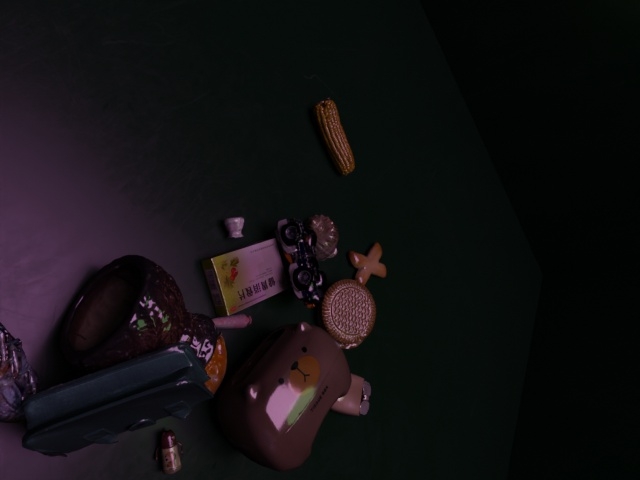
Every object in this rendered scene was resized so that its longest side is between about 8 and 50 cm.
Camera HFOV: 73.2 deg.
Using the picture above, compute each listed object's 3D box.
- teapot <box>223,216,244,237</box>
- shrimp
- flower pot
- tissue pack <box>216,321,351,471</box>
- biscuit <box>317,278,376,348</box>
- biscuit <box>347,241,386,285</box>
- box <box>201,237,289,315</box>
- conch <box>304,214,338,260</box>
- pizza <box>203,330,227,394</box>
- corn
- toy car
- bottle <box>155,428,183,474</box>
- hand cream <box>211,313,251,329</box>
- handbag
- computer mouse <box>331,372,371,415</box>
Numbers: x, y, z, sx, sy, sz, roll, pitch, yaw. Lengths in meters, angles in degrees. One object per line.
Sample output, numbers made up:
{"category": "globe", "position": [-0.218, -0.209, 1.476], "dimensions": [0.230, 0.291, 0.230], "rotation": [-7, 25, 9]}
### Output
{"category": "teapot", "position": [-0.263, -0.040, 1.335], "dimensions": [0.083, 0.064, 0.064], "rotation": [-28, 113, -78]}
{"category": "shrimp", "position": [-0.632, 0.193, 0.800], "dimensions": [0.137, 0.172, 0.371], "rotation": [-95, 167, -57]}
{"category": "flower pot", "position": [-0.397, 0.207, 1.001], "dimensions": [0.267, 0.267, 0.266], "rotation": [47, 51, -43]}
{"category": "tissue pack", "position": [-0.106, 0.421, 1.246], "dimensions": [0.387, 0.268, 0.276], "rotation": [-45, 113, -41]}
{"category": "biscuit", "position": [0.097, 0.273, 1.604], "dimensions": [0.259, 0.079, 0.258], "rotation": [6, 78, -30]}
{"category": "biscuit", "position": [0.201, 0.103, 1.806], "dimensions": [0.208, 0.047, 0.164], "rotation": [-18, 94, -47]}
{"category": "box", "position": [-0.225, 0.107, 1.337], "dimensions": [0.261, 0.062, 0.175], "rotation": [-21, 98, -48]}
{"category": "conch", "position": [0.000, 0.000, 1.596], "dimensions": [0.155, 0.130, 0.207], "rotation": [-37, 138, -10]}
{"category": "pizza", "position": [-0.318, 0.347, 1.203], "dimensions": [0.131, 0.041, 0.178], "rotation": [6, 77, -49]}
{"category": "corn", "position": [0.057, -0.404, 1.719], "dimensions": [0.102, 0.102, 0.312], "rotation": [-36, 109, -45]}
{"category": "toy car", "position": [-0.064, 0.073, 1.421], "dimensions": [0.193, 0.118, 0.300], "rotation": [38, 38, -75]}
{"category": "bottle", "position": [-0.384, 0.532, 1.090], "dimensions": [0.063, 0.047, 0.101], "rotation": [-7, 86, -37]}
{"category": "hand cream", "position": [-0.287, 0.239, 1.246], "dimensions": [0.210, 0.067, 0.043], "rotation": [4, 65, -49]}
{"category": "handbag", "position": [-0.400, 0.338, 0.891], "dimensions": [0.327, 0.238, 0.089], "rotation": [-19, 59, -12]}
{"category": "computer mouse", "position": [0.105, 0.563, 1.582], "dimensions": [0.237, 0.082, 0.145], "rotation": [33, 59, -37]}
